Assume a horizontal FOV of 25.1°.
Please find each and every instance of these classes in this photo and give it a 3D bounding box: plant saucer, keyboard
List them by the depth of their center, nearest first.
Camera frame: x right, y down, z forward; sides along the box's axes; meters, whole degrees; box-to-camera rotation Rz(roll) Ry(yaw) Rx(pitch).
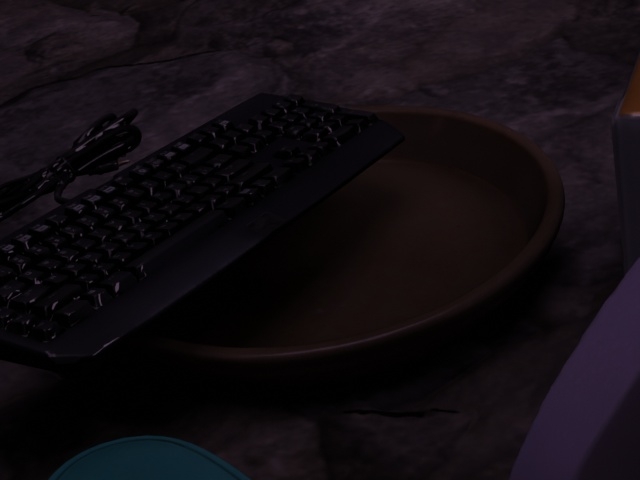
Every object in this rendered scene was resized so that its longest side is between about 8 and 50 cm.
[{"bbox_3d":[-0.108,-0.023,0.788,0.201,0.033,0.317,8,27,31],"label":"keyboard"},{"bbox_3d":[0.000,0.000,0.817,0.278,0.041,0.278,-8,29,5],"label":"plant saucer"}]

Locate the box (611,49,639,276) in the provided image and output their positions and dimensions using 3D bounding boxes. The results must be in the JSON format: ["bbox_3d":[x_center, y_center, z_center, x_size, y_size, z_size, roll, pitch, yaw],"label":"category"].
[{"bbox_3d":[0.319,-0.029,0.622,0.345,0.168,0.215,1,31,20],"label":"box"}]

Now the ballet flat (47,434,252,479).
[{"bbox_3d":[-0.017,0.178,0.433,0.123,0.123,0.348,-22,25,-18],"label":"ballet flat"}]

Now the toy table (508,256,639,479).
[{"bbox_3d":[0.195,0.074,0.446,0.252,0.274,0.161,10,26,-36],"label":"toy table"}]
